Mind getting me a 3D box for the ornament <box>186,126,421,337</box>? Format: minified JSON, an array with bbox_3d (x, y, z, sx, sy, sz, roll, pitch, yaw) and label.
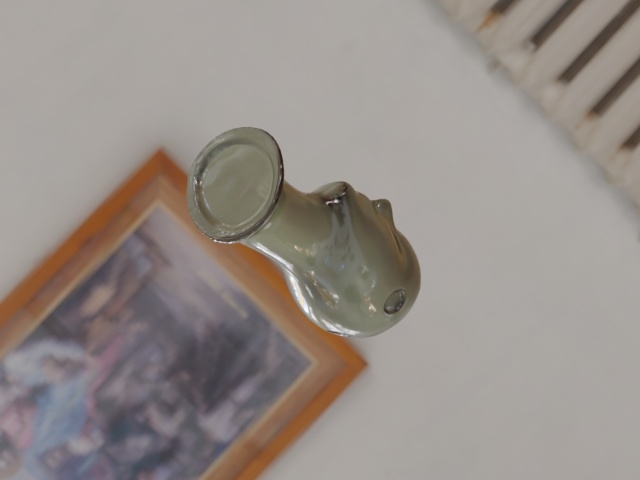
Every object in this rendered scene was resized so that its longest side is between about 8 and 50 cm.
[{"bbox_3d":[0.000,0.000,0.827,0.156,0.081,0.075,36,-169,-46],"label":"ornament"}]
